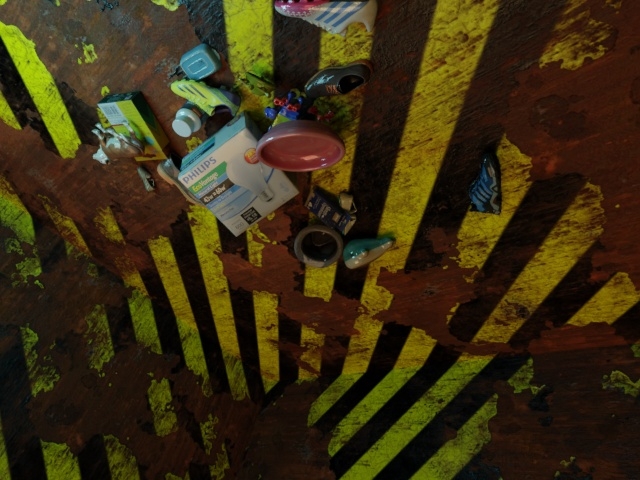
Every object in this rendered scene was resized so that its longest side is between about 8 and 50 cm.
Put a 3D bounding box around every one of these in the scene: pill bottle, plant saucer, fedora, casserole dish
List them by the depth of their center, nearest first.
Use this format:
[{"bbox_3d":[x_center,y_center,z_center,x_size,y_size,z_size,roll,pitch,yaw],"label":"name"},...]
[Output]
[{"bbox_3d":[-0.074,-0.353,1.628,0.333,0.084,0.332,-2,166,-1],"label":"plant saucer"},{"bbox_3d":[-0.469,-0.684,1.699,0.189,0.037,0.114,-12,132,32],"label":"casserole dish"},{"bbox_3d":[-0.532,-0.513,1.810,0.108,0.180,0.107,12,141,10],"label":"pill bottle"},{"bbox_3d":[0.000,0.000,2.230,0.244,0.124,0.275,19,133,-2],"label":"fedora"}]

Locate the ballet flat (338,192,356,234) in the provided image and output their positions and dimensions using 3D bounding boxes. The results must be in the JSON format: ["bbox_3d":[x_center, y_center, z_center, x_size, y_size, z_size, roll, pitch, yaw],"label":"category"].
[{"bbox_3d":[0.133,-0.123,2.074,0.086,0.086,0.248,8,139,15],"label":"ballet flat"}]

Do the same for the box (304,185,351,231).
[{"bbox_3d":[0.031,-0.139,2.057,0.225,0.036,0.136,40,145,9],"label":"box"}]

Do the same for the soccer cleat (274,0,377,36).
[{"bbox_3d":[0.016,-0.714,1.390,0.332,0.116,0.143,6,139,16],"label":"soccer cleat"}]

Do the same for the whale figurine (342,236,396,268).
[{"bbox_3d":[0.233,0.036,2.169,0.272,0.216,0.141,-29,79,21],"label":"whale figurine"}]

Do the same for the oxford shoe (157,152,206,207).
[{"bbox_3d":[-0.625,-0.287,2.165,0.364,0.129,0.133,36,131,-20],"label":"oxford shoe"}]

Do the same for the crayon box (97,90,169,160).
[{"bbox_3d":[-0.843,-0.518,2.018,0.203,0.081,0.318,2,137,22],"label":"crayon box"}]

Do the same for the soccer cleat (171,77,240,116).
[{"bbox_3d":[-0.463,-0.566,1.748,0.290,0.121,0.093,12,-174,2],"label":"soccer cleat"}]

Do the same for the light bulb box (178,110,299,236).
[{"bbox_3d":[-0.340,-0.280,1.862,0.358,0.225,0.361,-35,122,11],"label":"light bulb box"}]

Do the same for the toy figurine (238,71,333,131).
[{"bbox_3d":[-0.158,-0.459,1.663,0.363,0.191,0.217,24,125,-5],"label":"toy figurine"}]

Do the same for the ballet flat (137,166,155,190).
[{"bbox_3d":[-0.912,-0.329,2.306,0.053,0.057,0.168,-10,144,-7],"label":"ballet flat"}]

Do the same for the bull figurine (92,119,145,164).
[{"bbox_3d":[-0.942,-0.441,2.007,0.311,0.101,0.188,0,135,25],"label":"bull figurine"}]

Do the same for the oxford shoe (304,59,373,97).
[{"bbox_3d":[0.051,-0.564,1.565,0.272,0.098,0.097,-11,132,33],"label":"oxford shoe"}]

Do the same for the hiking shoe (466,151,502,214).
[{"bbox_3d":[0.639,-0.209,1.718,0.132,0.113,0.304,-1,137,23],"label":"hiking shoe"}]
